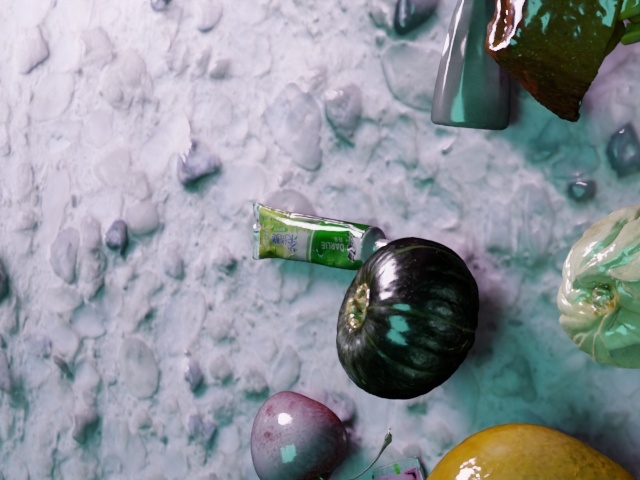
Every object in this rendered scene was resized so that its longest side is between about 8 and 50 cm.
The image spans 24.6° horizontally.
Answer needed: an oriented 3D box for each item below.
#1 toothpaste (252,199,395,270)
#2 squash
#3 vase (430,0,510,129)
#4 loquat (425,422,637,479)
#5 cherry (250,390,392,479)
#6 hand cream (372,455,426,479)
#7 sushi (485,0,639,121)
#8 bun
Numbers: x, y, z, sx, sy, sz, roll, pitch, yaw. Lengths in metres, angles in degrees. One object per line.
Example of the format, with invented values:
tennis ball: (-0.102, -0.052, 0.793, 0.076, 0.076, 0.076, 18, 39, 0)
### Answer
toothpaste: (0.000, 0.000, 1.815, 0.248, 0.046, 0.078, 9, 101, 44)
squash: (0.098, 0.091, 1.654, 0.193, 0.156, 0.193, -38, 30, 26)
vase: (0.171, -0.230, 1.594, 0.086, 0.086, 0.214, 11, 100, 42)
loquat: (0.220, 0.327, 1.504, 0.274, 0.274, 0.275, 9, 103, 42)
cherry: (-0.011, 0.234, 1.831, 0.188, 0.115, 0.148, -51, 24, 28)
hand cream: (0.124, 0.403, 1.771, 0.079, 0.050, 0.275, -18, 78, 18)
sushi: (0.269, -0.261, 1.433, 0.167, 0.179, 0.296, -111, 36, -78)
bun: (0.318, 0.048, 1.476, 0.188, 0.111, 0.164, -12, 92, 40)
